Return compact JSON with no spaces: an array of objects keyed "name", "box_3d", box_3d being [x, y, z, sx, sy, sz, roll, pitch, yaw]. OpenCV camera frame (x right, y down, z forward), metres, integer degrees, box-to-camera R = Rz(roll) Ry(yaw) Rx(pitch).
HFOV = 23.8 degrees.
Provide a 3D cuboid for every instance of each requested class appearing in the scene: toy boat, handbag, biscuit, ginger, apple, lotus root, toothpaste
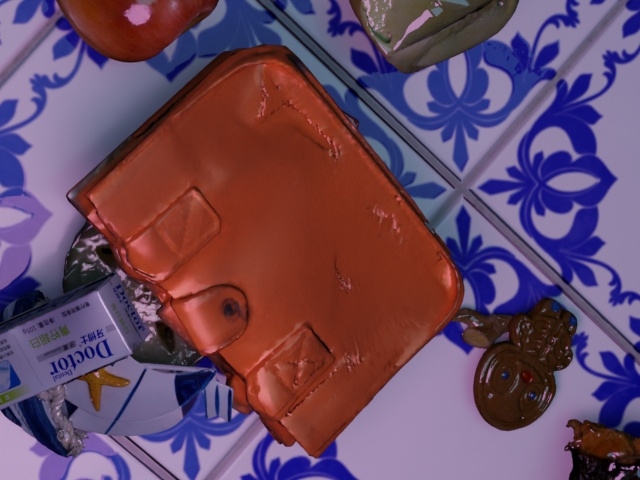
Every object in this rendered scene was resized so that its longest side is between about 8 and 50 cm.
[{"name":"toy boat","box_3d":[-0.228,0.157,1.698,0.291,0.067,0.220,2,117,16]},{"name":"handbag","box_3d":[-0.050,0.008,1.694,0.303,0.116,0.410,-45,112,-16]},{"name":"biscuit","box_3d":[0.256,0.155,1.886,0.124,0.026,0.175,35,84,-30]},{"name":"ginger","box_3d":[0.207,0.112,1.882,0.097,0.030,0.048,10,94,-18]},{"name":"apple","box_3d":[-0.213,-0.292,1.675,0.199,0.199,0.199,-1,95,-14]},{"name":"lotus root","box_3d":[-0.201,0.052,1.755,0.203,0.078,0.183,27,95,-13]},{"name":"toothpaste","box_3d":[-0.345,0.137,1.648,0.336,0.067,0.081,-24,102,21]},{"name":"apple","box_3d":[0.128,-0.300,1.754,0.188,0.174,0.207,-25,146,8]}]

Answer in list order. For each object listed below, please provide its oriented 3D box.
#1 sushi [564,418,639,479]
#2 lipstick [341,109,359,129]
[{"name":"sushi","box_3d":[0.466,0.345,1.849,0.348,0.234,0.207,12,88,-4]},{"name":"lipstick","box_3d":[0.000,0.000,1.813,0.051,0.051,0.312,13,89,-17]}]
